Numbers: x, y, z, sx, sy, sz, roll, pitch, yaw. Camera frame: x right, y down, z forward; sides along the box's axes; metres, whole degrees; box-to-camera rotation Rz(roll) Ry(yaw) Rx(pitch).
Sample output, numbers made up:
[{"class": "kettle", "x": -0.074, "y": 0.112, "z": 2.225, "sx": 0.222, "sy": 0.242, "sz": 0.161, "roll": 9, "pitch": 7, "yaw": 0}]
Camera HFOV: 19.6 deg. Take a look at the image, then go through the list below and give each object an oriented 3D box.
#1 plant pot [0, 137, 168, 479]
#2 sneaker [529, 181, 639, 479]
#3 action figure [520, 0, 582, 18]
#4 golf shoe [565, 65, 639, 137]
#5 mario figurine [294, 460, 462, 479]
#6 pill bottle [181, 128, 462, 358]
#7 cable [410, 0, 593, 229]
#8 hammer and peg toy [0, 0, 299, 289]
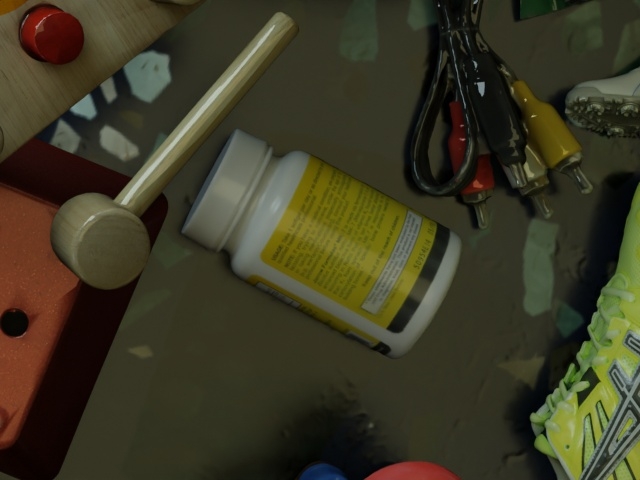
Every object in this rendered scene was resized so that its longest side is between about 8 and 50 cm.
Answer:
[{"class": "plant pot", "x": -0.281, "y": 0.035, "z": 1.426, "sx": 0.267, "sy": 0.236, "sz": 0.267, "roll": 23, "pitch": 87, "yaw": -7}, {"class": "sneaker", "x": 0.257, "y": 0.128, "z": 1.538, "sx": 0.147, "sy": 0.145, "sz": 0.385, "roll": 5, "pitch": 88, "yaw": -7}, {"class": "action figure", "x": 0.204, "y": -0.318, "z": 1.570, "sx": 0.137, "sy": 0.063, "sz": 0.232, "roll": -17, "pitch": 89, "yaw": -3}, {"class": "golf shoe", "x": 0.292, "y": -0.135, "z": 1.588, "sx": 0.176, "sy": 0.069, "sz": 0.086, "roll": 0, "pitch": 71, "yaw": -10}, {"class": "mario figurine", "x": 0.041, "y": 0.258, "z": 1.422, "sx": 0.198, "sy": 0.320, "sz": 0.170, "roll": -31, "pitch": 93, "yaw": -5}, {"class": "pill bottle", "x": 0.000, "y": 0.000, "z": 1.517, "sx": 0.208, "sy": 0.119, "sz": 0.119, "roll": 28, "pitch": 87, "yaw": -7}, {"class": "cable", "x": 0.126, "y": -0.149, "z": 1.577, "sx": 0.139, "sy": 0.072, "sz": 0.287, "roll": -19, "pitch": 79, "yaw": 16}, {"class": "hammer and peg toy", "x": -0.196, "y": -0.162, "z": 1.268, "sx": 0.266, "sy": 0.127, "sz": 0.361, "roll": -41, "pitch": 115, "yaw": -16}]
